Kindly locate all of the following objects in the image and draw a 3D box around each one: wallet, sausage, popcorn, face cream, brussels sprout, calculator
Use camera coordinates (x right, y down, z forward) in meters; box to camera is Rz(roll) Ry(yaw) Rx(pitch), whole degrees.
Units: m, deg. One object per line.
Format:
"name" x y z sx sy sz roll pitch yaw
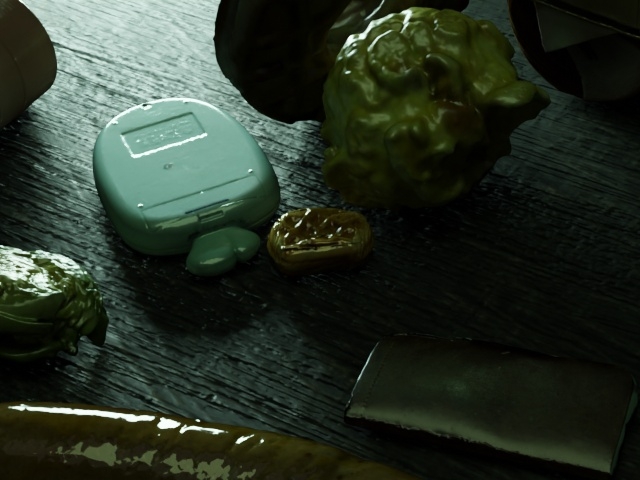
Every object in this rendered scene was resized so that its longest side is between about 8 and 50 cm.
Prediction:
"wallet" 0.162 0.146 1.664 0.255 0.031 0.137 11 44 18
"sausage" -0.110 0.218 1.542 0.501 0.123 0.136 10 32 16
"popcorn" 0.109 -0.130 1.869 0.217 0.181 0.235 28 63 28
"face cream" -0.385 -0.201 2.030 0.149 0.149 0.104 20 46 26
"brussels sprout" -0.304 0.059 1.771 0.181 0.100 0.139 2 32 11
"calculator" -0.144 -0.064 1.928 0.184 0.042 0.295 -18 42 -14

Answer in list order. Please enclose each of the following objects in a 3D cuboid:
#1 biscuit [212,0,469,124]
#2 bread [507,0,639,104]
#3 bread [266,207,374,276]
"biscuit" 0.031 -0.262 1.920 0.332 0.332 0.103 -27 62 -22
"bread" 0.302 -0.258 1.970 0.224 0.212 0.142 26 45 26
"bread" 0.000 0.000 1.839 0.111 0.044 0.083 -7 38 -4
